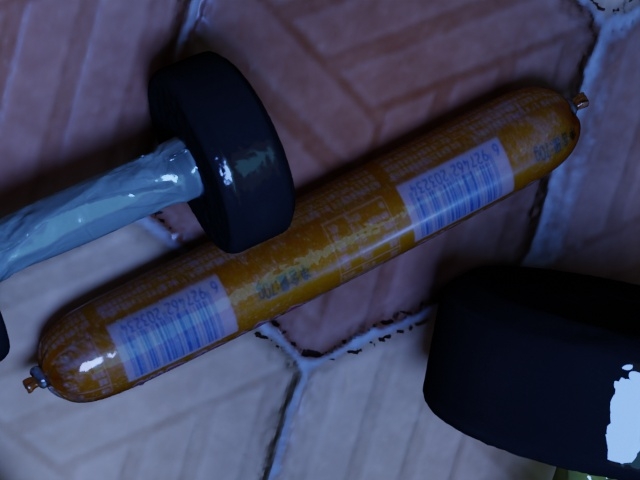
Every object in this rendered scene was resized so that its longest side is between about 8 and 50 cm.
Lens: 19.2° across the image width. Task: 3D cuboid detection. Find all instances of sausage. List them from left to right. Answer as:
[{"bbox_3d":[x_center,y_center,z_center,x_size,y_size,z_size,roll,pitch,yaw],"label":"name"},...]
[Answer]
[{"bbox_3d":[0.000,0.000,1.006,0.348,0.053,0.053,-27,120,-15],"label":"sausage"}]

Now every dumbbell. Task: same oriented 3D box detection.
[{"bbox_3d":[-0.116,-0.013,0.913,0.191,0.100,0.100,-25,120,-17],"label":"dumbbell"},{"bbox_3d":[0.136,0.189,1.044,0.204,0.204,0.322,5,100,-29],"label":"dumbbell"}]
